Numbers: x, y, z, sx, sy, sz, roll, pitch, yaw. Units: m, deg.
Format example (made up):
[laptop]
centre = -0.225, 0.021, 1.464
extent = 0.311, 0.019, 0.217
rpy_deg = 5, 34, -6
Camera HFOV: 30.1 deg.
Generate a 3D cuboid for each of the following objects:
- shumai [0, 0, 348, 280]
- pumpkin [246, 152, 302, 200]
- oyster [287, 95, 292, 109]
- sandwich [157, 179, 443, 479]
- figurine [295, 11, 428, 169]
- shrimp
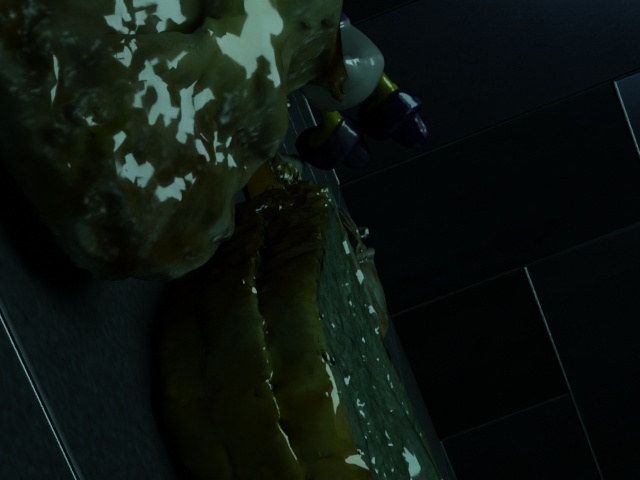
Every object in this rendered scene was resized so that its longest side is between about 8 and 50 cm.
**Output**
[shumai]
centre = -0.065, -0.089, 0.501
extent = 0.161, 0.153, 0.209
rpy_deg = 75, -5, -55
[pumpkin]
centre = -0.044, -0.055, 1.128
extent = 0.074, 0.054, 0.083
rpy_deg = 66, 9, 14
[oyster]
centre = -0.090, -0.280, 1.419
extent = 0.259, 0.092, 0.198
rpy_deg = 78, -5, -57
[sandwich]
centre = 0.013, 0.133, 0.668
extent = 0.271, 0.099, 0.301
rpy_deg = -96, 166, -72
[figurine]
centre = -0.030, -0.240, 1.252
extent = 0.421, 0.154, 0.193
rpy_deg = 55, 2, -25
[shrimp]
centre = 0.000, 0.000, 1.315
extent = 0.247, 0.085, 0.360
rpy_deg = 61, 10, -16
